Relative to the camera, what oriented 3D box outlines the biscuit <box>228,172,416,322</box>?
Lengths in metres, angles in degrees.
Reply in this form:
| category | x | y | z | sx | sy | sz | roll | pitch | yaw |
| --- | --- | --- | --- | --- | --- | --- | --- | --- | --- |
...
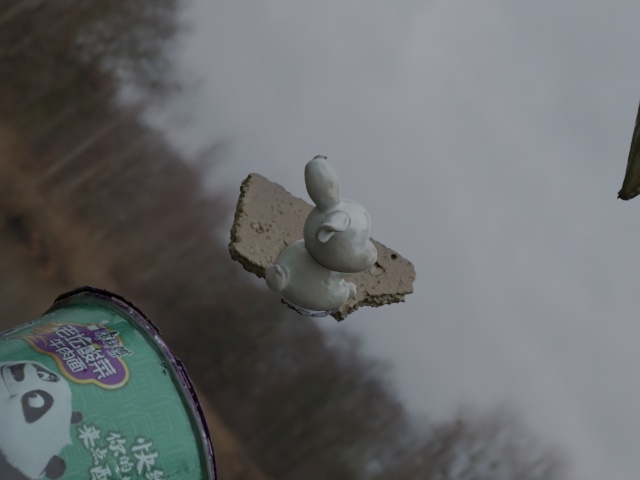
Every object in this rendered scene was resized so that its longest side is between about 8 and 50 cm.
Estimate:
| category | x | y | z | sx | sy | sz | roll | pitch | yaw |
| --- | --- | --- | --- | --- | --- | --- | --- | --- | --- |
| biscuit | 0.003 | 0.024 | 2.219 | 0.237 | 0.026 | 0.131 | 30 | 45 | -22 |

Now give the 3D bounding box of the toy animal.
| category | x | y | z | sx | sy | sz | roll | pitch | yaw |
| --- | --- | --- | --- | --- | --- | --- | --- | --- | --- |
| toy animal | 0.006 | 0.001 | 1.608 | 0.085 | 0.124 | 0.071 | 8 | 48 | -29 |

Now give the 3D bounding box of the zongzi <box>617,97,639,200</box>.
| category | x | y | z | sx | sy | sz | roll | pitch | yaw |
| --- | --- | --- | --- | --- | --- | --- | --- | --- | --- |
| zongzi | 0.340 | -0.149 | 1.881 | 0.125 | 0.274 | 0.251 | 40 | -1 | -10 |

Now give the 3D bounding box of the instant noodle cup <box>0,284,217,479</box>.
| category | x | y | z | sx | sy | sz | roll | pitch | yaw |
| --- | --- | --- | --- | --- | --- | --- | --- | --- | --- |
| instant noodle cup | -0.224 | 0.174 | 1.437 | 0.251 | 0.190 | 0.251 | 17 | -67 | 46 |
